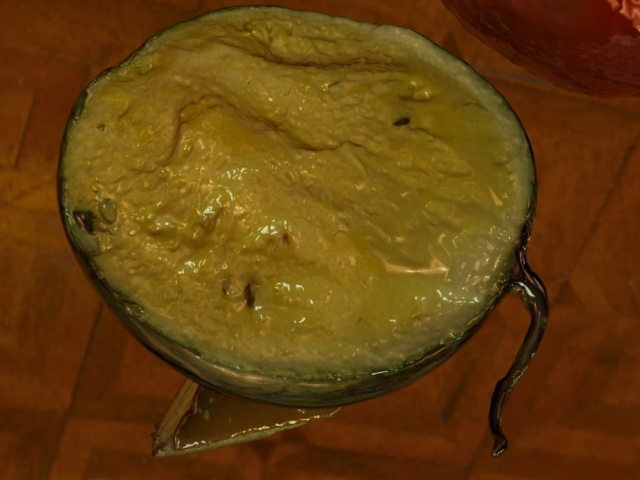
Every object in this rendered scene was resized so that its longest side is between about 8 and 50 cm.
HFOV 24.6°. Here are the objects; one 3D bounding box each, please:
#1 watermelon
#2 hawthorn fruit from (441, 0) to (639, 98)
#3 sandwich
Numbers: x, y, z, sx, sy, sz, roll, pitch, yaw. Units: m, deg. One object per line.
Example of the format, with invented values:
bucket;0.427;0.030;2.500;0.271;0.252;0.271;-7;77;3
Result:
watermelon;-0.006;-0.004;0.693;0.232;0.204;0.127;19;147;4
hawthorn fruit;0.192;-0.183;0.675;0.287;0.330;0.287;-5;110;-13
sandwich;-0.018;0.061;0.955;0.088;0.244;0.090;35;150;-10
